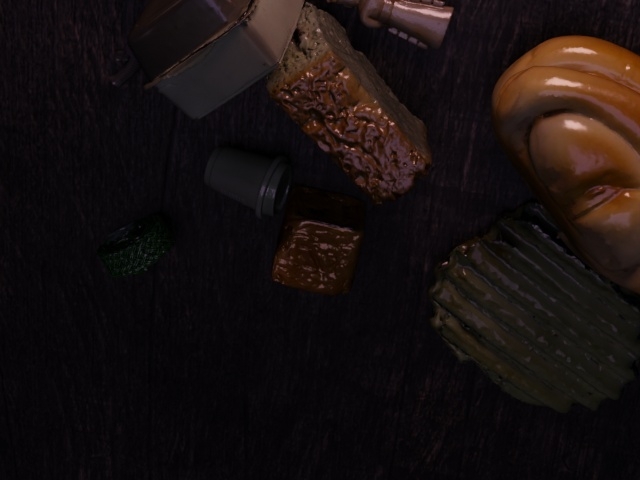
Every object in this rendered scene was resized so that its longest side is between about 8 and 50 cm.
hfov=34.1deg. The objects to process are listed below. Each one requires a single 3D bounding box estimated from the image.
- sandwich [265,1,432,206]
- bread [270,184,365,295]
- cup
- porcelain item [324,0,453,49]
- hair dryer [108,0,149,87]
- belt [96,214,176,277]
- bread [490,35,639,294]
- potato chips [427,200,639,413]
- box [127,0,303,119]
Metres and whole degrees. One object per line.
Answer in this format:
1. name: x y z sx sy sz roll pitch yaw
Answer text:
1. sandwich: 0.039 -0.230 1.695 0.131 0.262 0.325 -40 102 17
2. bread: 0.000 0.000 1.861 0.158 0.149 0.143 18 117 1
3. cup: -0.129 -0.108 1.858 0.141 0.120 0.120 18 115 13
4. porcelain item: 0.109 -0.383 1.733 0.213 0.054 0.084 18 111 0
5. hair dryer: -0.322 -0.424 1.762 0.301 0.121 0.361 24 120 7
6. belt: -0.339 0.019 1.933 0.151 0.121 0.079 -17 115 28
7. bread: 0.430 -0.109 1.662 0.329 0.245 0.424 -29 100 45
8. potato chips: 0.409 0.137 1.905 0.429 0.070 0.358 37 116 -7
9. box: -0.152 -0.335 1.568 0.220 0.291 0.166 -28 118 28
